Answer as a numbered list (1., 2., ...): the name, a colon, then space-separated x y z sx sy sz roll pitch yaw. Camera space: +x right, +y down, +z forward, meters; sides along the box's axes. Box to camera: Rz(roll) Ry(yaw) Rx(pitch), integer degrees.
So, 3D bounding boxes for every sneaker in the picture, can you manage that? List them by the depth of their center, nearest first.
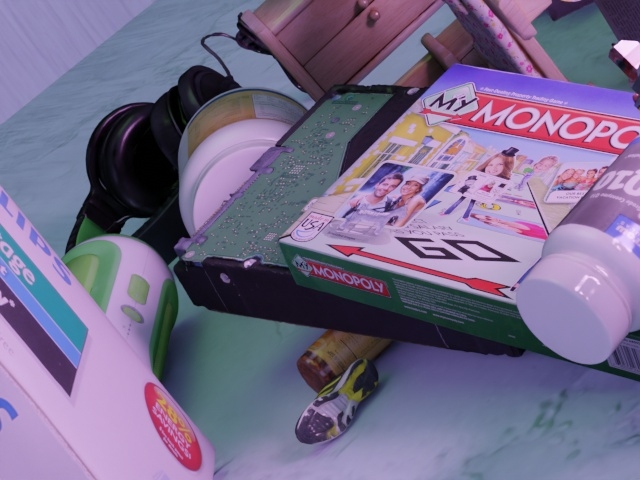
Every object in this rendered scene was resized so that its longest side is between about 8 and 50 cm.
1. sneaker: 0.009 0.120 1.398 0.083 0.031 0.035 -41 4 -33

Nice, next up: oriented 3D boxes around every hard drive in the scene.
1. hard drive: 0.074 -0.024 1.465 0.339 0.064 0.237 7 43 44

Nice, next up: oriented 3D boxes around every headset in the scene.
1. headset: -0.129 -0.091 2.113 0.243 0.185 0.394 -22 36 48

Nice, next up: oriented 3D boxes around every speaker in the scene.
1. speaker: -0.192 0.096 1.675 0.131 0.131 0.296 -32 17 12

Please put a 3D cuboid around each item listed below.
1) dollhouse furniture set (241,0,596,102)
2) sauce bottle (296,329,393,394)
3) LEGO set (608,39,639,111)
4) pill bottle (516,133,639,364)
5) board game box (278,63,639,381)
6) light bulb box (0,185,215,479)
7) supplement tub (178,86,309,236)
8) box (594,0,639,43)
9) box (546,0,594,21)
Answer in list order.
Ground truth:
1. dollhouse furniture set: 0.099 -0.130 1.598 0.174 0.303 0.355 -43 37 3
2. sauce bottle: 0.039 0.064 1.463 0.128 0.042 0.042 -41 18 -23
3. LEGO set: 0.277 -0.088 1.032 0.331 0.192 0.255 -41 -10 -8
4. pill bottle: 0.178 0.004 1.130 0.137 0.078 0.078 -46 20 -30
5. board game box: 0.153 -0.021 1.291 0.317 0.046 0.213 14 50 43
6. light bulb box: -0.319 0.161 1.341 0.361 0.358 0.225 -33 19 12
7. supplement tub: -0.058 -0.053 1.783 0.144 0.144 0.200 -33 17 6
8. box: 0.325 -0.237 1.601 0.103 0.114 0.203 -13 27 51
9. box: 0.272 -0.292 1.550 0.216 0.060 0.270 -26 21 21
